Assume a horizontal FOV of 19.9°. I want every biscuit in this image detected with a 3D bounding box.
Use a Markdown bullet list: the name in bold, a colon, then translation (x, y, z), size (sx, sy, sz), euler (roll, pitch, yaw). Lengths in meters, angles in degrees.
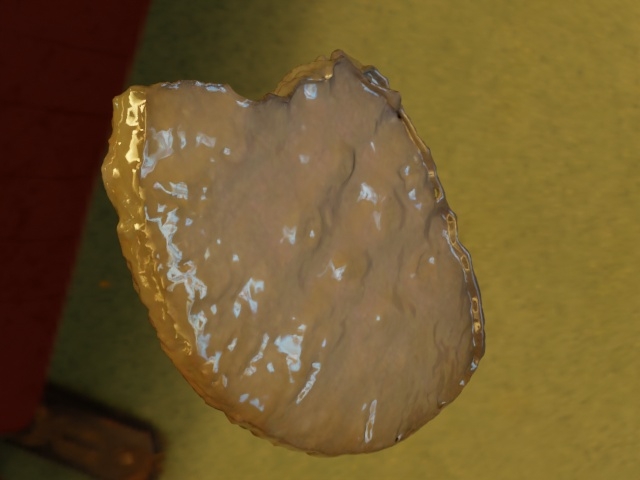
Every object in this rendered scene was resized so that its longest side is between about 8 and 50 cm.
- **biscuit**: translation (0.000, 0.000, 0.829), size (0.040, 0.265, 0.188), euler (1, 68, 41)
